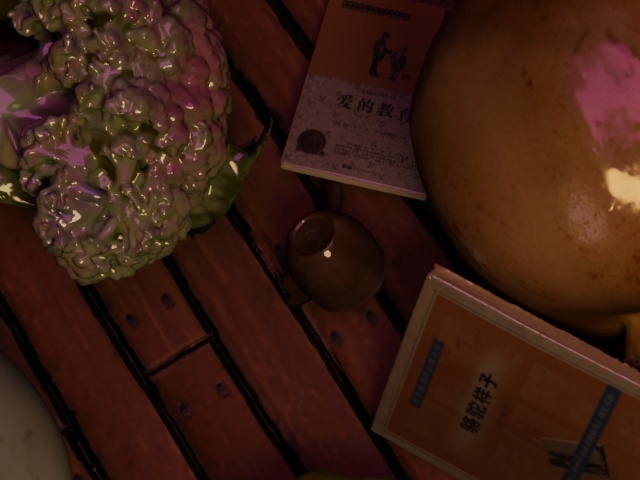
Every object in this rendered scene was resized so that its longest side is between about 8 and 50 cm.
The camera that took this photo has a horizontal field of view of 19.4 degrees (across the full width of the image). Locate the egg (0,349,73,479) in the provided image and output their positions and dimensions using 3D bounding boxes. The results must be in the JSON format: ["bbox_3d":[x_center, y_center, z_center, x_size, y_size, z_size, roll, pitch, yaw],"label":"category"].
[{"bbox_3d":[-0.355,0.154,1.251,0.389,0.276,0.276,9,69,8],"label":"egg"}]

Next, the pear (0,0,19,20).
[{"bbox_3d":[-0.272,-0.277,1.453,0.269,0.212,0.212,8,68,22],"label":"pear"}]

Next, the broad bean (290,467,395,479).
[{"bbox_3d":[0.035,0.296,1.266,0.238,0.119,0.291,-28,72,-18],"label":"broad bean"}]

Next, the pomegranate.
[{"bbox_3d":[0.214,-0.060,1.297,0.319,0.319,0.319,-1,69,2],"label":"pomegranate"}]

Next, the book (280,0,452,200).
[{"bbox_3d":[0.046,-0.118,1.473,0.118,0.012,0.172,12,64,6],"label":"book"}]

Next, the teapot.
[{"bbox_3d":[0.000,0.000,1.413,0.085,0.080,0.110,-20,53,16],"label":"teapot"}]

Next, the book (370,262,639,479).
[{"bbox_3d":[0.160,0.133,1.304,0.242,0.170,0.018,27,42,12],"label":"book"}]

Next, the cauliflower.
[{"bbox_3d":[-0.192,-0.092,1.377,0.315,0.239,0.256,-5,81,1],"label":"cauliflower"}]
